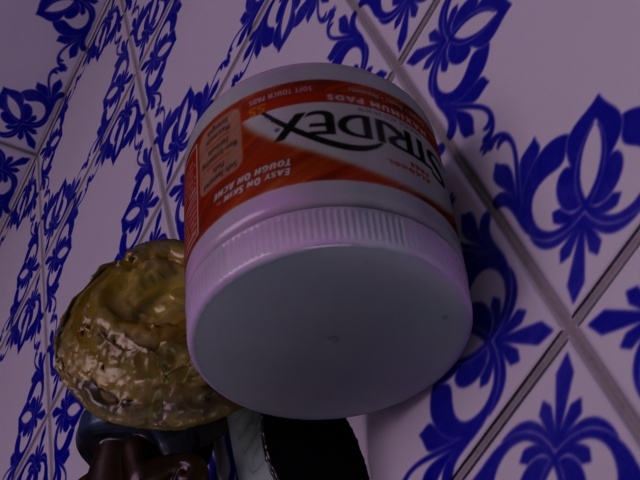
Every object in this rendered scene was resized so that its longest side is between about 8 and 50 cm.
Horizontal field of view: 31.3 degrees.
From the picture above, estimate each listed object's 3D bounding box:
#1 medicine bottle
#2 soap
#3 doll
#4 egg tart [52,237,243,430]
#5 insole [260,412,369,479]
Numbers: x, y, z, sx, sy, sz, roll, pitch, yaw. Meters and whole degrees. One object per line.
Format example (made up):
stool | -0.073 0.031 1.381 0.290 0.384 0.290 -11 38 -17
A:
medicine bottle | 0.000 0.000 1.058 0.252 0.252 0.241 -49 33 37
soap | -0.043 0.201 1.216 0.119 0.066 0.198 -59 28 26
doll | -0.186 0.267 1.293 0.318 0.209 0.340 -48 31 39
egg tart | -0.154 0.081 1.209 0.279 0.278 0.095 -106 10 -50
insole | -0.031 0.147 1.102 0.009 0.119 0.348 -47 56 35
